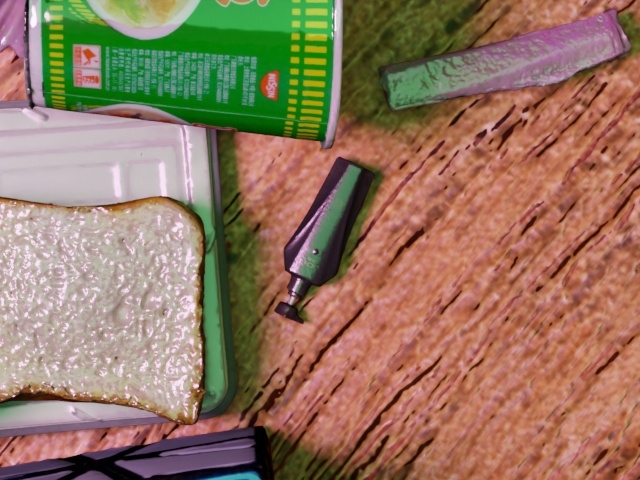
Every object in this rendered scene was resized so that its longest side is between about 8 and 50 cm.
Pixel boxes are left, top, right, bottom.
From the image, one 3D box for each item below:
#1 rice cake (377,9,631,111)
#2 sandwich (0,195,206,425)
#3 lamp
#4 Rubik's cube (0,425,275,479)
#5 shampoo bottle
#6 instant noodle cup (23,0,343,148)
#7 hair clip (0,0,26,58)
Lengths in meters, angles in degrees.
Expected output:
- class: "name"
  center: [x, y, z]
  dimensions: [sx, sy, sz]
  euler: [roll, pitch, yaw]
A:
- class: "rice cake"
  center: [0.149, -0.144, 1.538]
  dimensions: [0.207, 0.036, 0.047]
  euler: [-12, 100, -1]
- class: "sandwich"
  center: [-0.194, 0.055, 1.469]
  dimensions: [0.215, 0.065, 0.186]
  euler: [3, 91, -4]
- class: "lamp"
  center: [-0.208, 0.019, 1.524]
  dimensions: [0.266, 0.047, 0.269]
  euler: [-5, 91, -4]
- class: "Rubik's cube"
  center: [-0.154, 0.304, 1.411]
  dimensions: [0.288, 0.293, 0.283]
  euler: [-8, 88, -3]
- class: "shampoo bottle"
  center: [0.000, 0.000, 1.539]
  dimensions: [0.048, 0.027, 0.137]
  euler: [26, 90, 1]
- class: "instant noodle cup"
  center: [-0.105, -0.174, 1.441]
  dimensions: [0.233, 0.207, 0.207]
  euler: [1, 90, -4]
- class: "hair clip"
  center: [-0.269, -0.289, 1.509]
  dimensions: [0.173, 0.069, 0.300]
  euler: [-40, 91, 4]
